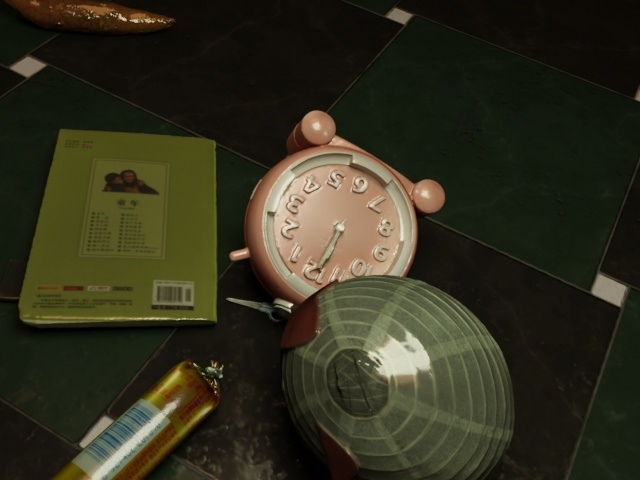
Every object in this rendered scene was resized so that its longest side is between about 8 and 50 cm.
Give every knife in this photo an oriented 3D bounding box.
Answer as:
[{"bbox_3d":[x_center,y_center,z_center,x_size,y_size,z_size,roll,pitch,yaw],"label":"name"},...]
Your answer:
[{"bbox_3d":[-0.383,0.051,0.917,0.245,0.019,0.072,2,47,-10],"label":"knife"}]

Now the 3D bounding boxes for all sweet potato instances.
[{"bbox_3d":[-0.416,-0.398,1.258,0.314,0.066,0.072,7,56,-5],"label":"sweet potato"}]

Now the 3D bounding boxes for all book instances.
[{"bbox_3d":[-0.262,-0.026,0.980,0.239,0.035,0.352,2,48,-10],"label":"book"}]

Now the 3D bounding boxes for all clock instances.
[{"bbox_3d":[0.008,-0.006,0.923,0.227,0.142,0.241,30,73,-9],"label":"clock"}]

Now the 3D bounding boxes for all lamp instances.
[{"bbox_3d":[0.074,0.150,0.751,0.233,0.233,0.265,-18,62,-21],"label":"lamp"}]

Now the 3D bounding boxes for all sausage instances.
[{"bbox_3d":[-0.230,0.248,0.731,0.082,0.082,0.371,33,53,19],"label":"sausage"}]

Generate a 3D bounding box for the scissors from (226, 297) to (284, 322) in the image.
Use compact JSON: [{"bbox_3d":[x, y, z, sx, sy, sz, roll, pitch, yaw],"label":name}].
[{"bbox_3d":[-0.084,0.086,0.931,0.083,0.006,0.036,12,51,2],"label":"scissors"}]
